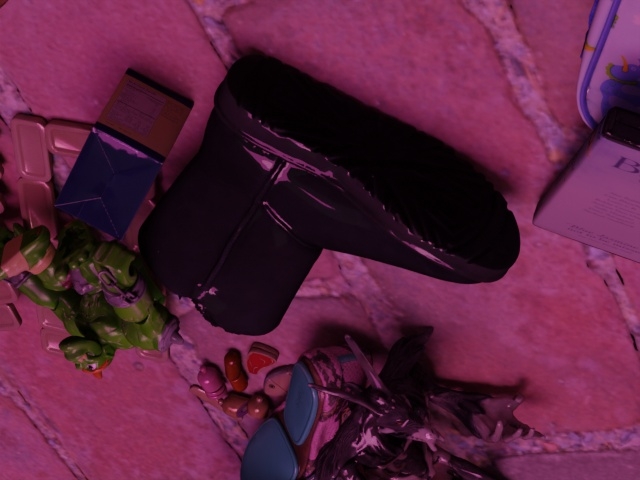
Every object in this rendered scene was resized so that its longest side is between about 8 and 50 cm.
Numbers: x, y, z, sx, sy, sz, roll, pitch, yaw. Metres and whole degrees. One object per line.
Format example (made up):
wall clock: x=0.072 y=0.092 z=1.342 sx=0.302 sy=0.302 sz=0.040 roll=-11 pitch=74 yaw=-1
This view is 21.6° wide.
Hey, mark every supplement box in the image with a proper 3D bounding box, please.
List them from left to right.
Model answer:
supplement box: x=-0.142 y=-0.063 z=1.216 sx=0.056 sy=0.083 sz=0.083 roll=28 pitch=128 yaw=-7

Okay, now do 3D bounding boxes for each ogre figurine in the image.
ogre figurine: x=-0.178 y=0.039 z=1.302 sx=0.197 sy=0.097 sz=0.118 roll=-16 pitch=128 yaw=38

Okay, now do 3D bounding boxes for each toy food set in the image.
toy food set: x=-0.066 y=0.124 z=1.446 sx=0.078 sy=0.019 sz=0.122 roll=33 pitch=138 yaw=-13

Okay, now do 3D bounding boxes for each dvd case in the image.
dvd case: x=0.242 y=-0.014 z=1.071 sx=0.180 sy=0.022 sz=0.253 roll=20 pitch=168 yaw=2

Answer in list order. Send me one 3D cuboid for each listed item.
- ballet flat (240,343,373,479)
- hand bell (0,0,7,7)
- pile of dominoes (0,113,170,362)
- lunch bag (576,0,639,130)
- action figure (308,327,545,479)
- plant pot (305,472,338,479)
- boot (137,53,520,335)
ballet flat: x=-0.004 y=0.160 z=1.422 sx=0.079 sy=0.077 sz=0.221 roll=-10 pitch=147 yaw=-26
hand bell: x=-0.313 y=-0.150 z=1.212 sx=0.242 sy=0.126 sz=0.126 roll=-21 pitch=125 yaw=24
pile of dominoes: x=-0.215 y=-0.008 z=1.372 sx=0.195 sy=0.040 sz=0.251 roll=11 pitch=130 yaw=12
lunch bag: x=0.247 y=-0.137 z=0.974 sx=0.176 sy=0.090 sz=0.219 roll=16 pitch=140 yaw=5
action figure: x=0.098 y=0.181 z=1.339 sx=0.141 sy=0.164 sz=0.276 roll=14 pitch=153 yaw=38
plant pot: x=0.028 y=0.332 z=1.469 sx=0.165 sy=0.166 sz=0.234 roll=-37 pitch=150 yaw=12
boot: x=0.000 y=0.000 z=1.222 sx=0.246 sy=0.094 sz=0.207 roll=30 pitch=136 yaw=0
